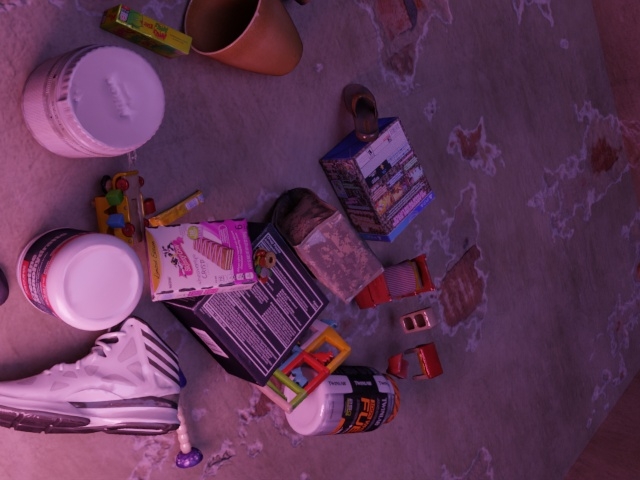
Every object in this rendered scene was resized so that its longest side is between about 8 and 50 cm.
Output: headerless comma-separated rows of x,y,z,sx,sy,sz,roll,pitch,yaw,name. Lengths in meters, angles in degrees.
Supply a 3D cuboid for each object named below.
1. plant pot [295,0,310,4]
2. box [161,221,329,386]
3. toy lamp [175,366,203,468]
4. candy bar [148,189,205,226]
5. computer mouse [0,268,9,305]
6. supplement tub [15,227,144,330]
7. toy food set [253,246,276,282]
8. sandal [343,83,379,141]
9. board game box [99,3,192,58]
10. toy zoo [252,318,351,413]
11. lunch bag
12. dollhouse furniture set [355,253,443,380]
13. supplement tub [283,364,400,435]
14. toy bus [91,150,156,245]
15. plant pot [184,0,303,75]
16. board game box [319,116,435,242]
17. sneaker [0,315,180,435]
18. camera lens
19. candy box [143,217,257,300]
-0.077,-0.795,1.693,0.280,0.323,0.323,27,77,-21,plant pot
-0.183,0.155,1.748,0.294,0.183,0.296,-49,121,-25,box
-0.352,0.426,1.705,0.080,0.080,0.274,-22,107,-36,toy lamp
-0.349,-0.075,1.697,0.161,0.018,0.040,-37,120,-31,candy bar
-0.709,0.032,1.397,0.071,0.041,0.242,-38,116,-30,computer mouse
-0.503,0.072,1.420,0.191,0.272,0.191,-4,97,-39,supplement tub
-0.137,0.058,1.636,0.083,0.020,0.082,40,57,-56,toy food set
0.117,-0.372,1.947,0.060,0.090,0.219,82,1,-54,sandal
-0.396,-0.473,1.570,0.181,0.092,0.043,16,85,-39,board game box
-0.053,0.312,1.874,0.293,0.192,0.030,-40,148,-29,toy zoo
0.000,0.000,1.835,0.169,0.287,0.235,-41,120,-3,lunch bag
0.255,0.245,2.067,0.201,0.152,0.374,-13,82,-39,dollhouse furniture set
0.068,0.456,1.978,0.316,0.193,0.193,8,89,-39,supplement tub
-0.458,-0.081,1.552,0.191,0.104,0.202,76,13,-53,toy bus
-0.163,-0.512,1.697,0.254,0.237,0.237,25,78,-54,plant pot
0.173,-0.180,2.034,0.232,0.141,0.291,-43,119,-28,board game box
-0.528,0.290,1.533,0.447,0.169,0.257,12,61,-28,sneaker
-0.469,-0.280,1.411,0.219,0.274,0.219,-4,97,-39,camera lens
-0.272,0.041,1.560,0.233,0.071,0.159,-7,74,-18,candy box
